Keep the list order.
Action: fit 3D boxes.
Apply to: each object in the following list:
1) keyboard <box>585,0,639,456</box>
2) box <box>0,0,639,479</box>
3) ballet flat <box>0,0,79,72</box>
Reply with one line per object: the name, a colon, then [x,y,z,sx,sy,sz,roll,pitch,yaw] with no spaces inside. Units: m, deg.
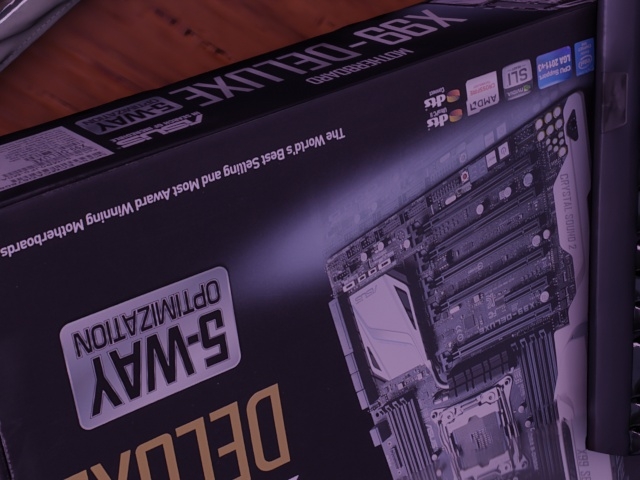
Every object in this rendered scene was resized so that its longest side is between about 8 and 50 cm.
keyboard: [0.169,-0.074,0.608,0.201,0.033,0.317,-22,117,-50]
box: [0.004,0.045,0.584,0.307,0.076,0.242,-21,117,-28]
ballet flat: [-0.098,-0.123,0.531,0.213,0.068,0.072,-39,88,-1]
